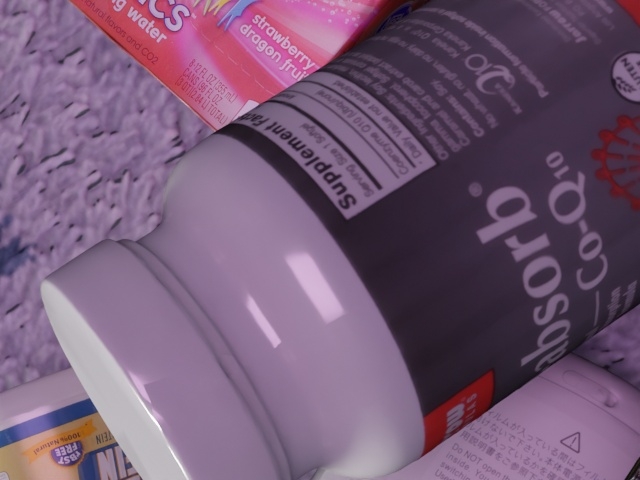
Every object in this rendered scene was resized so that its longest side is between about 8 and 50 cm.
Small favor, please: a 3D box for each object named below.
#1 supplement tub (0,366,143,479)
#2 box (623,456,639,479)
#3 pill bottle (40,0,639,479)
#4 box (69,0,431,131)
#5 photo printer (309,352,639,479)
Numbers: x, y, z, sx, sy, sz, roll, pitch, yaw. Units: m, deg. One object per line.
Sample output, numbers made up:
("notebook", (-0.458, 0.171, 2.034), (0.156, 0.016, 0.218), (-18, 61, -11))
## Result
("supplement tub", (-0.144, 0.184, 1.073), (0.144, 0.144, 0.200), (-22, 86, 13))
("box", (0.349, 0.121, 0.907), (0.293, 0.073, 0.295), (34, 57, 13))
("pill bottle", (0.044, 0.000, 0.925), (0.363, 0.210, 0.210), (-33, 82, -17))
("box", (-0.087, -0.198, 1.057), (0.300, 0.142, 0.154), (41, 99, 10))
("photo printer", (0.098, 0.210, 0.995), (0.256, 0.107, 0.307), (31, 76, 16))
